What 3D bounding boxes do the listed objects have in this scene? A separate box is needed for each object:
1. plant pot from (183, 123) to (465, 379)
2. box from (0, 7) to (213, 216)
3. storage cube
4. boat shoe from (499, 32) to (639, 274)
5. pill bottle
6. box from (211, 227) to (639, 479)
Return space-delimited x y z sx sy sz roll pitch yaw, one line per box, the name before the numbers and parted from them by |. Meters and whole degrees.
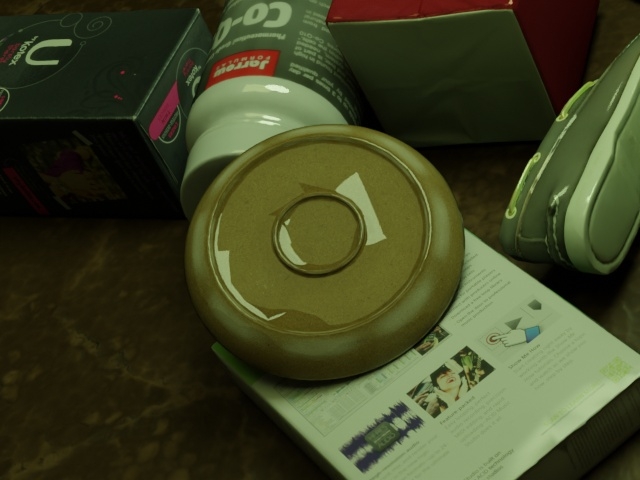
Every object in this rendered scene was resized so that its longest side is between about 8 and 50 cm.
plant pot | 0.000 0.000 1.398 0.236 0.032 0.236 -4 63 7
box | -0.239 -0.129 1.723 0.270 0.143 0.165 2 48 28
storage cube | 0.140 -0.215 1.575 0.184 0.215 0.193 -1 53 26
boat shoe | 0.248 -0.091 1.459 0.091 0.109 0.305 1 43 37
pill bottle | -0.037 -0.130 1.606 0.161 0.161 0.283 -7 43 20
box | 0.087 0.108 1.374 0.232 0.058 0.322 -37 43 -13
